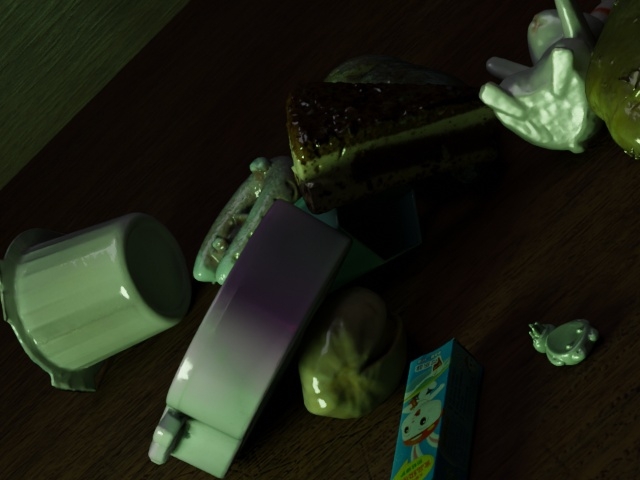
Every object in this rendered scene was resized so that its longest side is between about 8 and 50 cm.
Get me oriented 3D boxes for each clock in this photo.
[{"bbox_3d":[-0.083,0.122,1.841,0.338,0.102,0.338,-62,-2,-4],"label":"clock"}]

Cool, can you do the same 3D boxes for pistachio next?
[{"bbox_3d":[0.035,0.122,1.770,0.124,0.124,0.185,-36,15,27],"label":"pistachio"}]

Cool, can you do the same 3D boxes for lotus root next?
[{"bbox_3d":[0.105,-0.156,2.054,0.175,0.175,0.349,-52,31,-13],"label":"lotus root"}]

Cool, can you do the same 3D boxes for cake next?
[{"bbox_3d":[0.074,-0.136,1.886,0.246,0.112,0.135,-18,39,-12],"label":"cake"}]

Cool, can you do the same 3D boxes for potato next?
[{"bbox_3d":[0.369,-0.199,1.678,0.191,0.141,0.296,-30,29,36],"label":"potato"}]

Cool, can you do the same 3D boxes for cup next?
[{"bbox_3d":[0.000,0.000,2.024,0.235,0.134,0.148,-30,55,46],"label":"cup"}]

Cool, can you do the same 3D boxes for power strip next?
[{"bbox_3d":[0.235,0.095,1.560,0.055,0.035,0.083,-54,25,-16],"label":"power strip"}]

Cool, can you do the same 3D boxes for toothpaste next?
[{"bbox_3d":[0.111,0.211,1.568,0.065,0.050,0.267,-30,28,31],"label":"toothpaste"}]

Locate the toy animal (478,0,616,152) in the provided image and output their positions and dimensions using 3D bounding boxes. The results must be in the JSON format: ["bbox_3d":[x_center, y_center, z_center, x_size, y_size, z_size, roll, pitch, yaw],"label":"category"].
[{"bbox_3d":[0.281,-0.219,1.873,0.140,0.138,0.282,-38,22,35],"label":"toy animal"}]

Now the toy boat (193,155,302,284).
[{"bbox_3d":[-0.109,-0.036,2.354,0.227,0.085,0.155,-54,22,-15],"label":"toy boat"}]

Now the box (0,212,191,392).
[{"bbox_3d":[-0.314,0.064,2.416,0.206,0.262,0.291,-20,23,27],"label":"box"}]
